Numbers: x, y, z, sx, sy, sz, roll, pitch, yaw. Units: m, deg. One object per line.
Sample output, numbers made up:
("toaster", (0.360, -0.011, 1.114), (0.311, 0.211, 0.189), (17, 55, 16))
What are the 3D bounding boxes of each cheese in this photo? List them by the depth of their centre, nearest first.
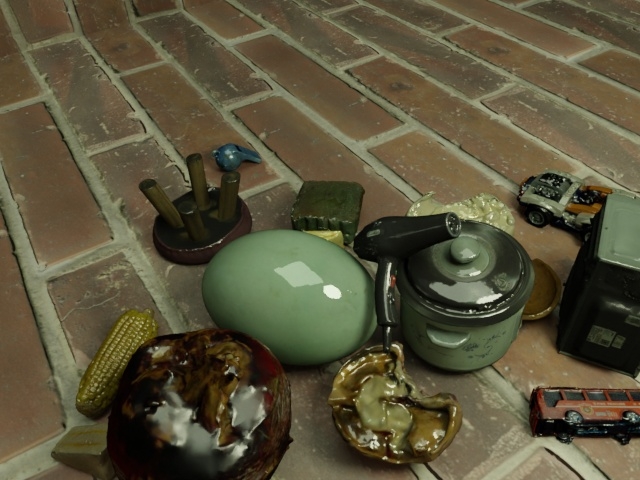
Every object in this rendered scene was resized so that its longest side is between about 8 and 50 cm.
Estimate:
("cheese", (0.316, -0.010, 1.308), (0.266, 0.233, 0.127), (-10, 53, -3))

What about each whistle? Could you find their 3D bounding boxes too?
("whistle", (-0.270, -0.252, 1.716), (0.158, 0.090, 0.090), (14, 26, -44))

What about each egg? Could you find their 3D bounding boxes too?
("egg", (-0.065, 0.116, 1.157), (0.389, 0.276, 0.276), (11, 45, 19))

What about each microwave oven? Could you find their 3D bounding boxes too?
("microwave oven", (0.606, 0.091, 1.127), (0.181, 0.295, 0.237), (18, 47, 20))

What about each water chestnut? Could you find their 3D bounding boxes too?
("water chestnut", (-0.199, 0.285, 0.941), (0.335, 0.347, 0.335), (3, 46, -3))

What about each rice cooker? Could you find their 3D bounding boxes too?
("rice cooker", (0.286, 0.106, 1.127), (0.264, 0.316, 0.316), (13, 46, 20))

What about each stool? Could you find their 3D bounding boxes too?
("stool", (-0.326, -0.086, 1.459), (0.272, 0.178, 0.272), (-3, 43, 3))

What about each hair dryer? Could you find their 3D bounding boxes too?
("hair dryer", (0.151, 0.079, 1.006), (0.235, 0.091, 0.271), (-14, 65, 47))

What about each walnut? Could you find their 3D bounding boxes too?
("walnut", (0.131, 0.322, 1.031), (0.204, 0.141, 0.238), (-36, 52, -14))

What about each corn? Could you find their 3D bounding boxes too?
("corn", (-0.430, 0.249, 1.176), (0.097, 0.097, 0.261), (11, 48, 15))

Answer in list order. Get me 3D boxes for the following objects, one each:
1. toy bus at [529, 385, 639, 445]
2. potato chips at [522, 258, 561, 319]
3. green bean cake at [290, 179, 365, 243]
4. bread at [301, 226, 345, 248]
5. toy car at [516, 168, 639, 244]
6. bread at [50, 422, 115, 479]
("toy bus", (0.517, 0.329, 1.051), (0.235, 0.073, 0.096), (1, 35, 4))
("potato chips", (0.473, 0.115, 1.273), (0.150, 0.049, 0.201), (-23, 34, 3))
("green bean cake", (0.022, -0.075, 1.486), (0.181, 0.094, 0.173), (5, 43, 10))
("bread", (0.000, 0.000, 1.414), (0.109, 0.084, 0.080), (-27, 50, -22))
("toy car", (0.670, -0.095, 1.453), (0.301, 0.118, 0.193), (30, 55, 32))
("bread", (-0.438, 0.376, 1.033), (0.152, 0.105, 0.077), (13, 39, 16))
